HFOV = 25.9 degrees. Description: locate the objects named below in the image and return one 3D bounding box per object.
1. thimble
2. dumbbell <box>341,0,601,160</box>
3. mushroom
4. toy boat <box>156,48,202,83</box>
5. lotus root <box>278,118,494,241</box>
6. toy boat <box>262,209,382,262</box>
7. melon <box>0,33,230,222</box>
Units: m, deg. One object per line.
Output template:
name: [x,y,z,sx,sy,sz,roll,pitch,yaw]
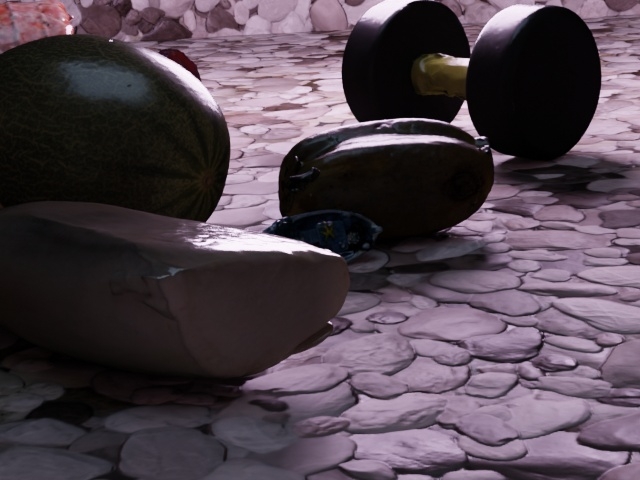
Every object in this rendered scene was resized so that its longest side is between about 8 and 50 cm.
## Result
thimble: [-0.424,-0.228,1.993,0.162,0.239,0.239,-7,16,-14]
dumbbell: [0.203,-0.226,1.900,0.204,0.203,0.322,-15,19,-38]
mushroom: [-0.185,0.036,1.144,0.407,0.137,0.154,4,26,32]
toy boat: [-0.263,-0.219,2.140,0.142,0.129,0.309,-31,13,9]
lotus root: [0.069,-0.062,1.480,0.241,0.123,0.124,-4,42,-14]
toy boat: [0.000,0.000,1.376,0.137,0.060,0.061,-7,-5,-36]
melon: [-0.233,-0.089,1.415,0.302,0.237,0.237,10,20,31]
